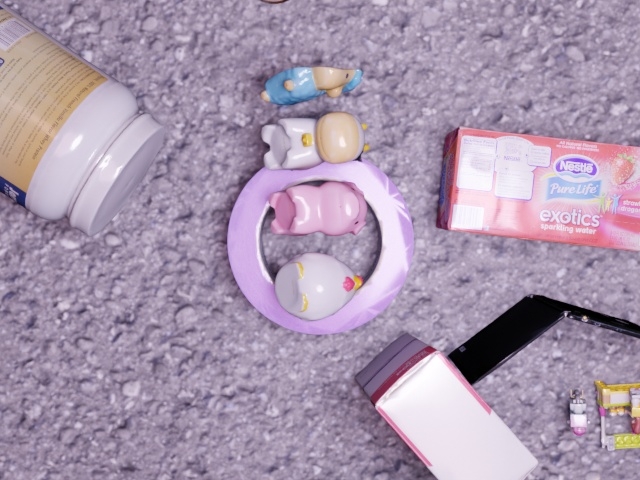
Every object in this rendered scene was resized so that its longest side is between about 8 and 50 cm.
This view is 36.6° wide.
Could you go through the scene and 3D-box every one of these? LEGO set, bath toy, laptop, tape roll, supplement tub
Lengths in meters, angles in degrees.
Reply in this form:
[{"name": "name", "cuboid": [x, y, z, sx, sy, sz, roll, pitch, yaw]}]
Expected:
[{"name": "LEGO set", "cuboid": [0.518, 0.275, 1.448, 0.287, 0.132, 0.107, 0, 98, 22]}, {"name": "bath toy", "cuboid": [0.007, -0.062, 1.351, 0.129, 0.151, 0.348, -4, 93, -35]}, {"name": "laptop", "cuboid": [0.343, 0.160, 1.391, 0.264, 0.234, 0.137, 16, 93, -1]}, {"name": "tape roll", "cuboid": [0.000, 0.000, 1.455, 0.274, 0.090, 0.275, 0, 93, 0]}, {"name": "supplement tub", "cuboid": [-0.404, -0.171, 1.376, 0.316, 0.228, 0.228, 34, 92, -1]}]

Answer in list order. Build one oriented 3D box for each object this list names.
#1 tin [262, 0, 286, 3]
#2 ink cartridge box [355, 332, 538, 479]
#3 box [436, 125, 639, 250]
[{"name": "tin", "cuboid": [-0.034, -0.433, 1.463, 0.189, 0.040, 0.106, -27, 96, 1]}, {"name": "ink cartridge box", "cuboid": [0.166, 0.249, 1.370, 0.117, 0.283, 0.207, -42, 92, -2]}, {"name": "box", "cuboid": [0.332, -0.075, 1.426, 0.299, 0.142, 0.154, 5, 92, -1]}]
